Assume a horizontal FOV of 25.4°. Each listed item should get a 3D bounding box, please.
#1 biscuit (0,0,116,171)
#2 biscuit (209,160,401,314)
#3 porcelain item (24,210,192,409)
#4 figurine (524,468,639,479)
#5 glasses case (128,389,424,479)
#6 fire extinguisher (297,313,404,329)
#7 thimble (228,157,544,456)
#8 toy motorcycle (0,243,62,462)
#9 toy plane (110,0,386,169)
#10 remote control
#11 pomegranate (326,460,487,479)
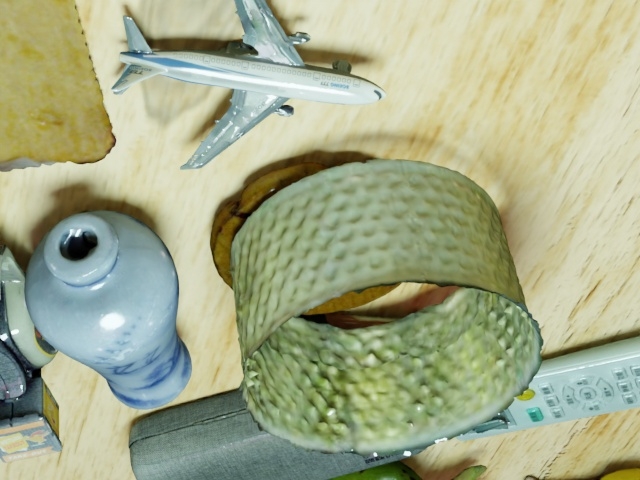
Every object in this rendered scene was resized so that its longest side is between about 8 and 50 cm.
[{"bbox_3d":[-0.298,-0.132,1.151,0.232,0.013,0.236,-7,141,0],"label":"biscuit"},{"bbox_3d":[0.000,0.000,1.337,0.212,0.036,0.212,-5,141,-4],"label":"biscuit"},{"bbox_3d":[-0.189,0.067,1.312,0.141,0.141,0.259,-10,147,3],"label":"porcelain item"},{"bbox_3d":[0.305,0.383,1.733,0.344,0.187,0.215,-9,149,10],"label":"figurine"},{"bbox_3d":[-0.045,0.214,1.550,0.323,0.074,0.131,-16,140,8],"label":"glasses case"},{"bbox_3d":[0.064,0.098,1.454,0.177,0.050,0.062,4,127,-15],"label":"fire extinguisher"},{"bbox_3d":[0.056,0.063,1.277,0.271,0.150,0.270,-6,141,-5],"label":"thimble"},{"bbox_3d":[-0.303,0.072,1.281,0.091,0.157,0.263,-13,141,4],"label":"toy motorcycle"},{"bbox_3d":[-0.059,-0.136,1.153,0.226,0.058,0.226,0,135,-15],"label":"toy plane"},{"bbox_3d":[0.275,0.155,1.554,0.293,0.051,0.103,-16,139,14],"label":"remote control"},{"bbox_3d":[0.082,0.336,1.626,0.263,0.211,0.211,-21,141,-10],"label":"pomegranate"}]
